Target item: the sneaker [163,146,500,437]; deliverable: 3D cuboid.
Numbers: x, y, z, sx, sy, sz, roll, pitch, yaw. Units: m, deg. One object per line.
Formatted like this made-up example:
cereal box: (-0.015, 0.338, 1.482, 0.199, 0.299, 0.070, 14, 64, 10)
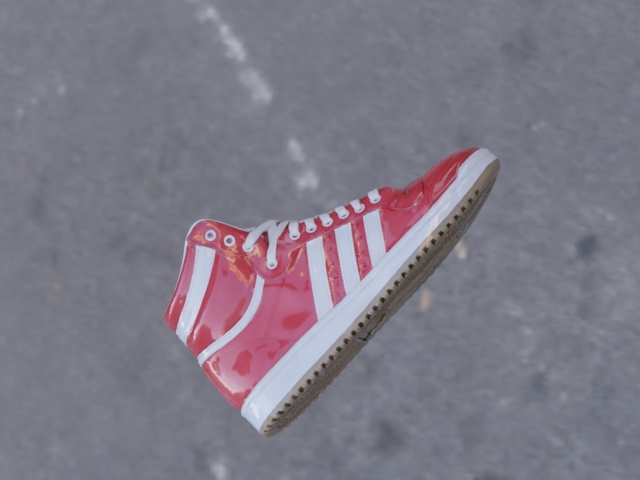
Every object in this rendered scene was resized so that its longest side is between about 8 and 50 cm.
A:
sneaker: (0.000, 0.000, 0.628, 0.067, 0.042, 0.118, 43, 87, 15)
